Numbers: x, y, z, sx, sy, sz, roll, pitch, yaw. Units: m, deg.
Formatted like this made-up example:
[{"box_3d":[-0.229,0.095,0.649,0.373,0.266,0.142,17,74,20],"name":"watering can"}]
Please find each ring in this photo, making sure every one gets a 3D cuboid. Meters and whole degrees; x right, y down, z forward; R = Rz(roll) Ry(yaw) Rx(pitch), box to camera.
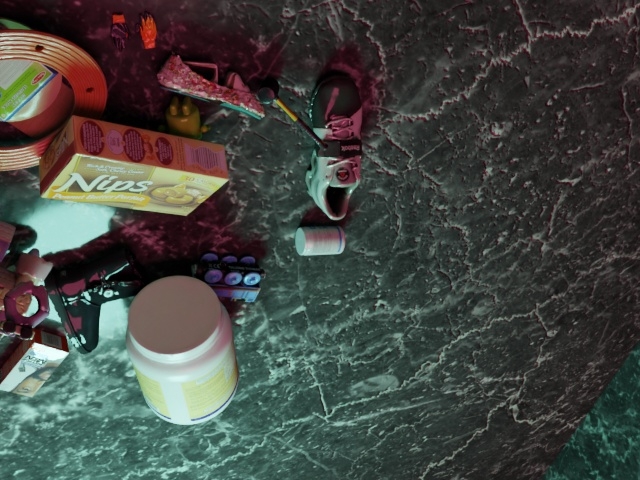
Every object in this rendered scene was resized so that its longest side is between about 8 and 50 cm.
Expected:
[{"box_3d":[-0.547,-0.244,1.357,0.336,0.032,0.337,-20,151,-11],"name":"ring"}]

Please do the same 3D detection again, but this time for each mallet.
[{"box_3d":[-0.054,-0.260,1.588,0.039,0.062,0.189,-38,117,25],"name":"mallet"}]

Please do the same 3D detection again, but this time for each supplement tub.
[{"box_3d":[0.000,0.000,1.866,0.107,0.071,0.071,-1,129,-24],"name":"supplement tub"},{"box_3d":[-0.319,0.258,1.794,0.240,0.241,0.331,-14,144,-12],"name":"supplement tub"}]

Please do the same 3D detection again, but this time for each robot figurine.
[{"box_3d":[-0.274,-0.232,1.543,0.101,0.067,0.115,-2,133,0],"name":"robot figurine"}]

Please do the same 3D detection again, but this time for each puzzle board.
[{"box_3d":[-0.517,-0.247,1.461,0.128,0.011,0.096,-42,131,13],"name":"puzzle board"}]

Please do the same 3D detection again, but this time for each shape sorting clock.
[{"box_3d":[-0.568,-0.302,1.367,0.206,0.040,0.206,-6,129,-7],"name":"shape sorting clock"}]

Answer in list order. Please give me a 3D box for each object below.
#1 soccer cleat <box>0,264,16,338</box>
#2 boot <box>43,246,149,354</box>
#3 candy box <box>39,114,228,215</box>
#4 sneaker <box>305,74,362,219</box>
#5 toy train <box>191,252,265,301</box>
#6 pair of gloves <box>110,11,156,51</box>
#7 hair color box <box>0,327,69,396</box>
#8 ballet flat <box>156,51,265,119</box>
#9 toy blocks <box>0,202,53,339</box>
[{"box_3d":[-0.678,0.138,1.675,0.068,0.076,0.196,14,121,-33],"name":"soccer cleat"},{"box_3d":[-0.486,0.140,1.750,0.207,0.094,0.247,-16,127,-5],"name":"boot"},{"box_3d":[-0.362,-0.137,1.501,0.316,0.088,0.183,8,152,-38],"name":"candy box"},{"box_3d":[0.045,-0.193,1.672,0.122,0.146,0.331,-10,130,-15],"name":"sneaker"},{"box_3d":[-0.225,0.092,1.841,0.184,0.080,0.105,5,132,-28],"name":"toy train"},{"box_3d":[-0.344,-0.385,1.419,0.083,0.010,0.074,-8,131,-17],"name":"pair of gloves"},{"box_3d":[-0.682,0.291,1.822,0.093,0.053,0.167,26,115,-39],"name":"hair color box"},{"box_3d":[-0.203,-0.303,1.509,0.240,0.091,0.077,13,100,-37],"name":"ballet flat"},{"box_3d":[-0.647,0.021,1.461,0.288,0.309,0.260,26,73,-25],"name":"toy blocks"}]
